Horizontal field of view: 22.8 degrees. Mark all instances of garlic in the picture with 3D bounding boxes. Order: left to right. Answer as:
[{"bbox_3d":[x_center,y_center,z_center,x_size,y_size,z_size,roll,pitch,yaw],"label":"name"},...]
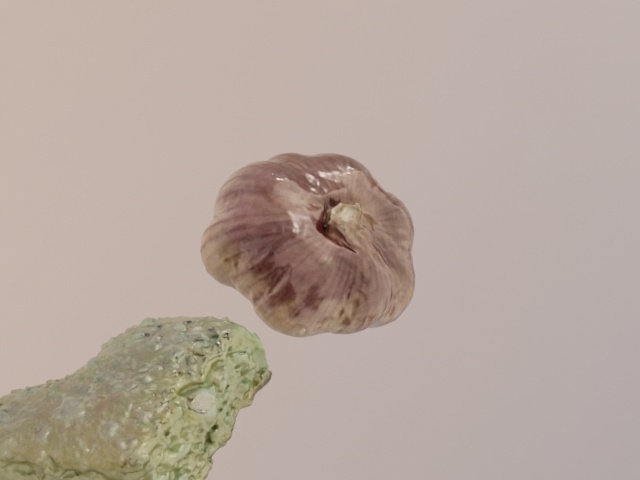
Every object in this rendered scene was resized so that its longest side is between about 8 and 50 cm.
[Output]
[{"bbox_3d":[0.000,0.000,1.133,0.102,0.159,0.147,-50,21,48],"label":"garlic"}]

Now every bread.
[{"bbox_3d":[-0.135,0.118,0.988,0.232,0.172,0.064,-24,-59,-11],"label":"bread"}]
